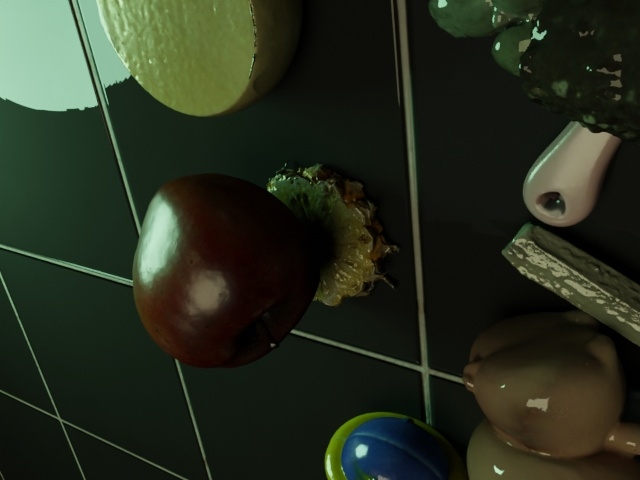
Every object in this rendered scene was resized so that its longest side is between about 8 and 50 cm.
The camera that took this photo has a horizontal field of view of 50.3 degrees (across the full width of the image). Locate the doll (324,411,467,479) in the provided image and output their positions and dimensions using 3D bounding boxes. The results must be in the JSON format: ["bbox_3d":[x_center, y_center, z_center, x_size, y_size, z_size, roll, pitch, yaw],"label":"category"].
[{"bbox_3d":[0.135,0.364,0.922,0.311,0.159,0.243,21,128,21],"label":"doll"}]

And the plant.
[{"bbox_3d":[0.184,-0.176,0.511,0.146,0.149,0.274,-53,49,14],"label":"plant"}]

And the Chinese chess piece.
[{"bbox_3d":[-0.136,-0.263,0.756,0.250,0.097,0.251,20,129,26],"label":"Chinese chess piece"}]

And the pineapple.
[{"bbox_3d":[0.000,0.000,0.862,0.221,0.047,0.221,18,127,26],"label":"pineapple"}]

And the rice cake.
[{"bbox_3d":[0.302,0.062,0.670,0.256,0.057,0.052,34,116,15],"label":"rice cake"}]

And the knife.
[{"bbox_3d":[0.278,-0.138,0.567,0.081,0.043,0.336,36,132,13],"label":"knife"}]

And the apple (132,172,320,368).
[{"bbox_3d":[-0.114,0.037,0.796,0.234,0.234,0.234,19,128,26],"label":"apple"}]

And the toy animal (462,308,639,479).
[{"bbox_3d":[0.238,0.198,0.702,0.229,0.210,0.221,-43,98,11],"label":"toy animal"}]
